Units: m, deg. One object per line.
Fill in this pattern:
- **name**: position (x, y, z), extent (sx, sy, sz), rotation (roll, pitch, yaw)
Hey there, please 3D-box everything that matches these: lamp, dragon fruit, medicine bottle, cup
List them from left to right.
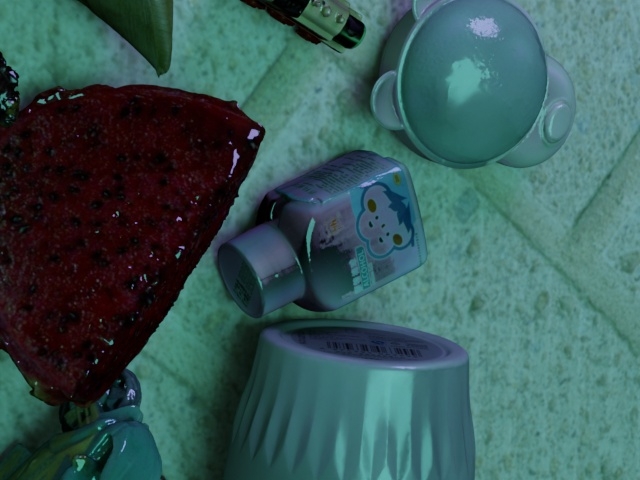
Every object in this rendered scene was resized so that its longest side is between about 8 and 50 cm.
- **dragon fruit**: position (-0.212, -0.004, 1.472), extent (0.205, 0.152, 0.317), rotation (32, 64, 6)
- **medicine bottle**: position (0.000, 0.000, 1.628), extent (0.188, 0.094, 0.119), rotation (-26, 117, -25)
- **cup**: position (0.025, 0.275, 1.626), extent (0.253, 0.253, 0.371), rotation (2, 99, -34)
- **lamp**: position (0.166, -0.152, 1.691), extent (0.246, 0.108, 0.179), rotation (24, 93, -36)

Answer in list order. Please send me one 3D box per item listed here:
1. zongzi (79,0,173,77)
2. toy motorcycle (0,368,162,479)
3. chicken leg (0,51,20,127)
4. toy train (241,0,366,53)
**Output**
- **zongzi**: position (-0.236, -0.247, 1.394), extent (0.251, 0.125, 0.274), rotation (-16, 117, -30)
- **toy motorcycle**: position (-0.233, 0.250, 1.482), extent (0.296, 0.198, 0.109), rotation (-50, 128, -11)
- **chicken leg**: position (-0.357, -0.070, 1.389), extent (0.253, 0.051, 0.106), rotation (-43, 104, -1)
- **toy train**: position (-0.014, -0.219, 1.566), extent (0.138, 0.087, 0.050), rotation (29, 89, -34)
